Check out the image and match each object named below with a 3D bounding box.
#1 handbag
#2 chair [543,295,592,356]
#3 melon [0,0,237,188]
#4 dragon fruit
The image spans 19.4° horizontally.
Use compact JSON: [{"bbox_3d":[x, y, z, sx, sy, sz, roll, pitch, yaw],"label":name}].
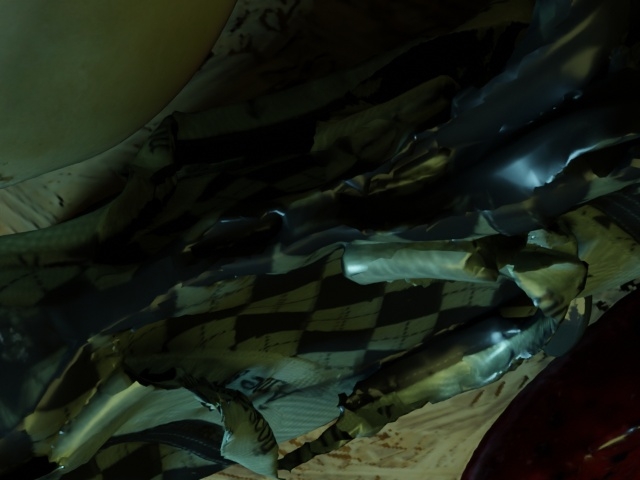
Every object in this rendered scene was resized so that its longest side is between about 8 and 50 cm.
[{"bbox_3d":[0.000,0.000,0.795,0.416,0.180,0.316,-25,175,18],"label":"handbag"},{"bbox_3d":[0.048,0.039,0.997,0.221,0.104,0.095,-20,167,21],"label":"chair"},{"bbox_3d":[-0.123,-0.154,0.648,0.223,0.223,0.317,4,138,-13],"label":"melon"},{"bbox_3d":[0.209,0.084,1.035,0.343,0.100,0.282,-32,152,1],"label":"dragon fruit"}]
